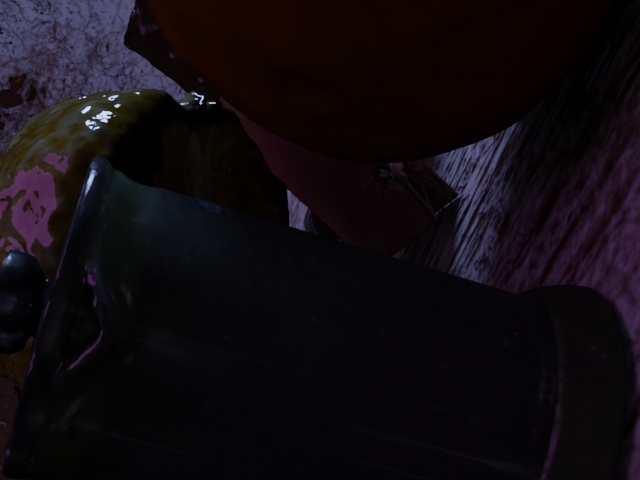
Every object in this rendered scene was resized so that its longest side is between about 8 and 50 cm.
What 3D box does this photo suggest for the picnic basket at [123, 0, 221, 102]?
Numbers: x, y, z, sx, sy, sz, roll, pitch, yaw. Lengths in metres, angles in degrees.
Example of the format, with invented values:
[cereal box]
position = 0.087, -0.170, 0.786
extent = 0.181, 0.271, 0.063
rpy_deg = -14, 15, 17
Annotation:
[picnic basket]
position = -0.009, -0.259, 1.257
extent = 0.321, 0.291, 0.254
rpy_deg = -25, -34, -44

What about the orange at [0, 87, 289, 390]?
[orange]
position = -0.166, 0.020, 0.950
extent = 0.368, 0.210, 0.271
rpy_deg = -14, -79, -76

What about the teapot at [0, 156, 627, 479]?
[teapot]
position = -0.026, 0.077, 0.708
extent = 0.270, 0.337, 0.200
rpy_deg = -165, 91, -79

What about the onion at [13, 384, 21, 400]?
[onion]
position = -0.155, 0.122, 1.267
extent = 0.345, 0.358, 0.358
rpy_deg = -55, 3, -26

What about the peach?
[peach]
position = 0.050, -0.230, 0.804
extent = 0.301, 0.342, 0.343
rpy_deg = -40, 31, 35

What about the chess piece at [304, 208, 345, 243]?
[chess piece]
position = 0.000, 0.000, 1.361
extent = 0.149, 0.059, 0.059
rpy_deg = 119, 163, -68

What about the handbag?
[handbag]
position = 0.011, -0.081, 1.051
extent = 0.059, 0.212, 0.157
rpy_deg = -48, 2, -24
